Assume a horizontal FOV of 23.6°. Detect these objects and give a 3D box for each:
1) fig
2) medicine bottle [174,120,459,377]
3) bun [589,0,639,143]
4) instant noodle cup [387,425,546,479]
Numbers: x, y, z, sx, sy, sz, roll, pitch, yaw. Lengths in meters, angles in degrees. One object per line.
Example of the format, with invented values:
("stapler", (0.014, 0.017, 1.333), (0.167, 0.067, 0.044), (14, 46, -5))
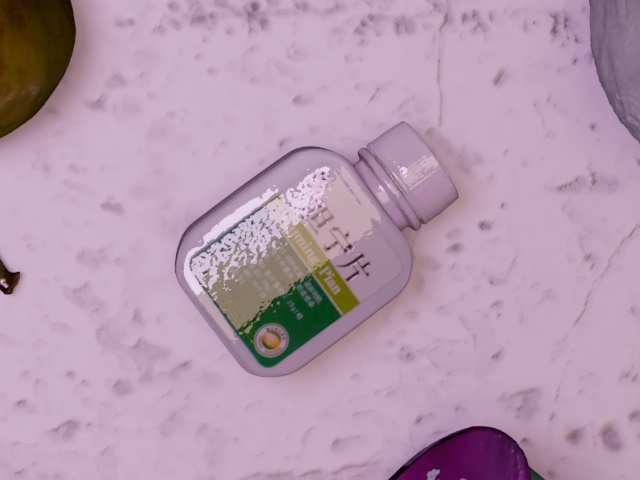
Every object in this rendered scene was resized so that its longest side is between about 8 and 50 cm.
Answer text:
("fig", (-0.216, -0.075, 0.980), (0.124, 0.124, 0.236), (-1, 120, -6))
("medicine bottle", (0.000, 0.000, 1.015), (0.183, 0.069, 0.119), (-36, 97, -3))
("bun", (0.340, -0.174, 0.957), (0.354, 0.194, 0.354), (0, 89, -1))
("instant noodle cup", (0.123, 0.272, 0.982), (0.190, 0.251, 0.251), (34, 92, -17))
